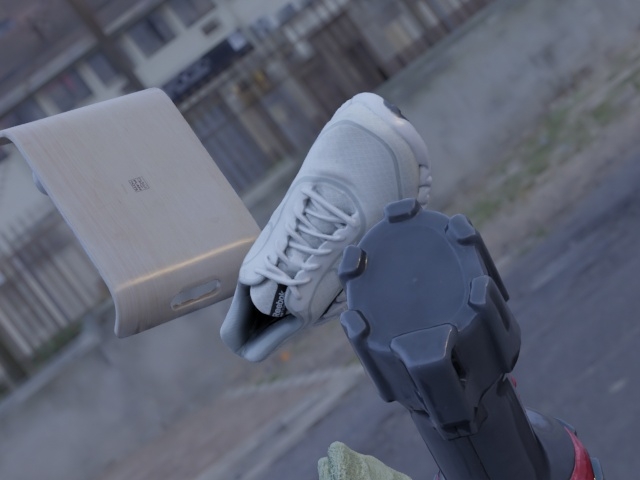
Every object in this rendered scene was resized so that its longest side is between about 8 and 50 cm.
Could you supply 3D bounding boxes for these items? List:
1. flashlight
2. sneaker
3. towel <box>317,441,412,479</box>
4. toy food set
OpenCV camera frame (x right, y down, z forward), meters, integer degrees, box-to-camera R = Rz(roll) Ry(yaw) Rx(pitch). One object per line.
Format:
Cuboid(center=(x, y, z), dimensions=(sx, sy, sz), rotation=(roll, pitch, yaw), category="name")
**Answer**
Cuboid(center=(0.083, 0.087, 0.952), dimensions=(0.103, 0.103, 0.304), rotation=(-54, -34, -19), category="flashlight")
Cuboid(center=(0.000, 0.000, 1.487), dimensions=(0.118, 0.110, 0.292), rotation=(-41, -15, -43), category="sneaker")
Cuboid(center=(0.047, 0.241, 1.452), dimensions=(0.027, 0.110, 0.148), rotation=(-34, 46, 35), category="towel")
Cuboid(center=(-0.226, -0.039, 2.135), dimensions=(0.219, 0.306, 0.092), rotation=(-20, -26, -36), category="toy food set")
